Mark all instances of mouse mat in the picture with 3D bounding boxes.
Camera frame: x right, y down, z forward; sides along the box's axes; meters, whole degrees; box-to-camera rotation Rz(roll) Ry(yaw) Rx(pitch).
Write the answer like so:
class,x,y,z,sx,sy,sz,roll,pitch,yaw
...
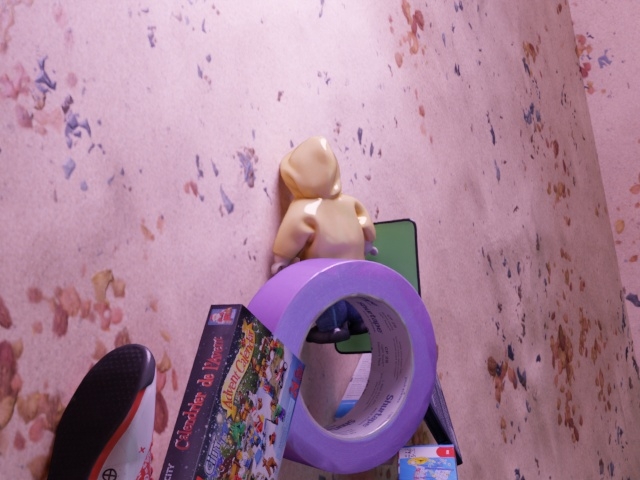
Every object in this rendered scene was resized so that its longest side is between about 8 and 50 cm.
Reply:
class,x,y,z,sx,sy,sz,roll,pitch,yaw
mouse mat,0.079,0.068,1.615,0.007,0.153,0.189,2,83,-55

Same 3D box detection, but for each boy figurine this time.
class,x,y,z,sx,sy,sz,roll,pitch,yaw
boy figurine,0.000,0.000,1.555,0.177,0.092,0.285,-17,97,-34

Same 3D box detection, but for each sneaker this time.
class,x,y,z,sx,sy,sz,roll,pitch,yaw
sneaker,-0.208,0.254,1.164,0.145,0.090,0.270,48,49,-46

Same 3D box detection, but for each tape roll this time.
class,x,y,z,sx,sy,sz,roll,pitch,yaw
tape roll,0.022,0.161,1.464,0.275,0.090,0.274,-1,92,-36

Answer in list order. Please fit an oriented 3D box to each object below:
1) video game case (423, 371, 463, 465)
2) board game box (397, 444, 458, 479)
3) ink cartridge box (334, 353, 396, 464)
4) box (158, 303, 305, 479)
class,x,y,z,sx,sy,sz,roll,pitch,yaw
video game case,0.152,0.202,1.737,0.196,0.026,0.274,-102,167,-46
board game box,0.151,0.490,1.552,0.302,0.086,0.308,-77,166,-73
ink cartridge box,0.092,0.239,1.696,0.104,0.060,0.180,64,35,-30
box,-0.094,0.208,1.232,0.159,0.044,0.233,50,46,-49
